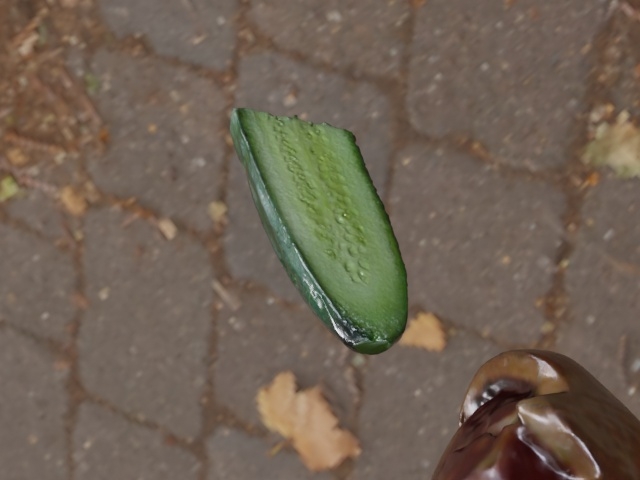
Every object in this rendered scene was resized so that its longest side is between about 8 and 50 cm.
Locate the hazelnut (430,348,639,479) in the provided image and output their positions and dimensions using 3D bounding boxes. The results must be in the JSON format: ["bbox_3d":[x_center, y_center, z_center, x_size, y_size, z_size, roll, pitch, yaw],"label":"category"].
[{"bbox_3d":[0.128,0.166,1.024,0.170,0.160,0.202,-50,43,26],"label":"hazelnut"}]

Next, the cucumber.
[{"bbox_3d":[0.000,0.000,1.408,0.063,0.115,0.244,-60,38,40],"label":"cucumber"}]
